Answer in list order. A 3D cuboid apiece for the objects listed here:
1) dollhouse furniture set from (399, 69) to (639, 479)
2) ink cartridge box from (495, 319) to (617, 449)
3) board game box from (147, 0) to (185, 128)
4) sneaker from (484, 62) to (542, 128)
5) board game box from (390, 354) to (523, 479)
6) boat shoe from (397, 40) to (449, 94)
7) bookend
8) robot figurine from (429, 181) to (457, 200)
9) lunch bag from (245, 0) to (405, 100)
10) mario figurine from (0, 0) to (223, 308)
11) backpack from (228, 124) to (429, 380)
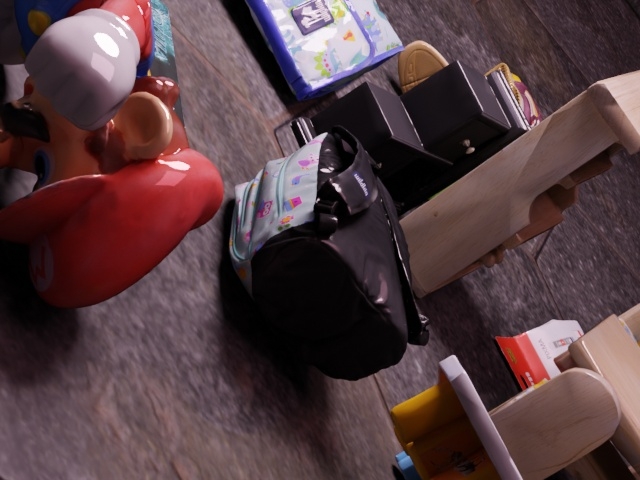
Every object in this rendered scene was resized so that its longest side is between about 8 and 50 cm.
[{"bbox_3d":[0.283,0.081,1.437,0.394,0.256,0.362,57,27,6],"label":"dollhouse furniture set"},{"bbox_3d":[0.253,0.150,1.624,0.145,0.045,0.179,63,19,15],"label":"ink cartridge box"},{"bbox_3d":[-0.149,-0.138,1.147,0.126,0.026,0.186,40,27,-40],"label":"board game box"},{"bbox_3d":[0.244,-0.149,1.982,0.084,0.069,0.185,42,26,-24],"label":"sneaker"},{"bbox_3d":[0.149,0.279,1.001,0.390,0.050,0.390,63,-3,12],"label":"board game box"},{"bbox_3d":[0.135,-0.153,1.764,0.170,0.063,0.059,58,16,-27],"label":"boat shoe"},{"bbox_3d":[0.085,-0.101,1.436,0.156,0.157,0.072,18,44,-60],"label":"bookend"},{"bbox_3d":[0.113,-0.086,1.603,0.101,0.067,0.115,29,30,-16],"label":"robot figurine"},{"bbox_3d":[-0.008,-0.201,1.471,0.151,0.096,0.128,-29,89,-55],"label":"lunch bag"},{"bbox_3d":[-0.157,-0.119,0.915,0.198,0.170,0.320,35,49,-68],"label":"mario figurine"},{"bbox_3d":[0.000,0.000,1.167,0.152,0.115,0.182,59,16,-33],"label":"backpack"}]
